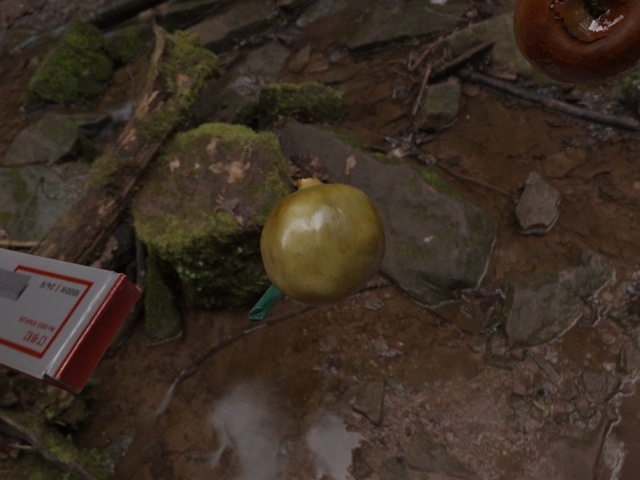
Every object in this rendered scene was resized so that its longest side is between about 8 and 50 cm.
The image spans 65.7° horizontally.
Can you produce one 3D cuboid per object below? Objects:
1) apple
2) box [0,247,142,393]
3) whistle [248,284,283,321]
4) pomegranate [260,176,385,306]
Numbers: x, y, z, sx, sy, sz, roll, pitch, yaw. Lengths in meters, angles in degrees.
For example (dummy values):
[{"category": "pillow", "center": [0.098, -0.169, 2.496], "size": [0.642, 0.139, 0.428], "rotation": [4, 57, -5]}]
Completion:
[{"category": "apple", "center": [0.353, -0.305, 0.613], "size": [0.211, 0.234, 0.173], "rotation": [27, 52, 22]}, {"category": "box", "center": [-0.305, 0.078, 0.534], "size": [0.230, 0.050, 0.122], "rotation": [7, 59, 30]}, {"category": "whistle", "center": [-0.111, 0.129, 1.144], "size": [0.039, 0.039, 0.186], "rotation": [-6, 24, 23]}, {"category": "pomegranate", "center": [0.003, 0.007, 0.876], "size": [0.233, 0.233, 0.233], "rotation": [-13, 52, 17]}]
